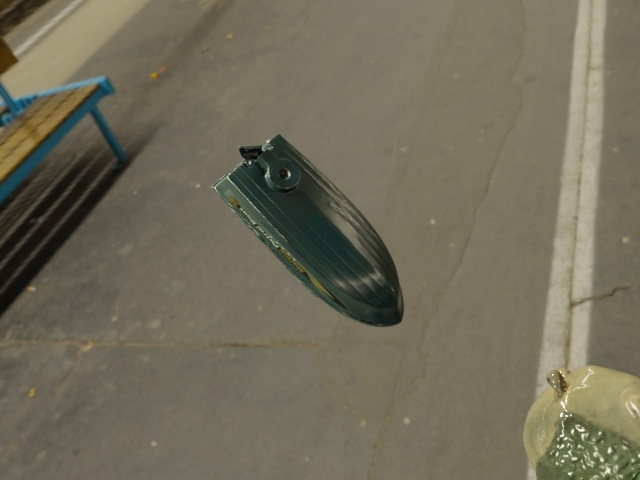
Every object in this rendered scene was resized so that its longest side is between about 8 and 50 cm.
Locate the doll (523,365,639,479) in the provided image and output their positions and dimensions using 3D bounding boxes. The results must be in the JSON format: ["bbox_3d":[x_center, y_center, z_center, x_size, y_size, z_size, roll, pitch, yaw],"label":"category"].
[{"bbox_3d":[0.469,0.302,1.024,0.350,0.247,0.247,28,59,26],"label":"doll"}]

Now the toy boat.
[{"bbox_3d":[-0.002,0.000,0.939,0.114,0.296,0.122,-44,1,-25],"label":"toy boat"}]

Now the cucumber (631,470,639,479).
[{"bbox_3d":[0.401,0.321,0.904,0.048,0.048,0.105,25,75,49],"label":"cucumber"}]
